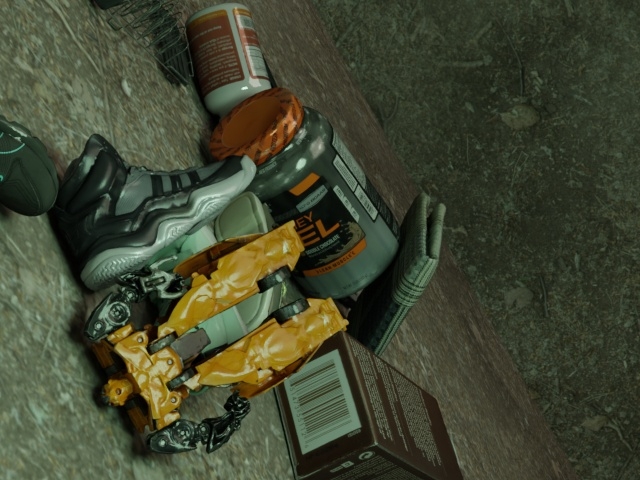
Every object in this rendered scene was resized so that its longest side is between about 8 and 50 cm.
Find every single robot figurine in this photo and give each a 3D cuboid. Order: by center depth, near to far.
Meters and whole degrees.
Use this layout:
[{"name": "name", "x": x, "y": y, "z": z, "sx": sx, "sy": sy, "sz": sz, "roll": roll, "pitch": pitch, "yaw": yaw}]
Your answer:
[{"name": "robot figurine", "x": -0.117, "y": 0.104, "z": 1.108, "sx": 0.291, "sy": 0.085, "sz": 0.211, "roll": -29, "pitch": 92, "yaw": -31}]

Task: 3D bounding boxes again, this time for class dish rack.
[{"name": "dish rack", "x": -0.278, "y": -0.383, "z": 1.629, "sx": 0.271, "sy": 0.074, "sz": 0.208, "roll": 44, "pitch": 25, "yaw": -50}]

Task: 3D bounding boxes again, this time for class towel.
[{"name": "towel", "x": 0.124, "y": 0.093, "z": 1.752, "sx": 0.056, "sy": 0.312, "sz": 0.324, "roll": 26, "pitch": 23, "yaw": -5}]

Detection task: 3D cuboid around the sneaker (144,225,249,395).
[{"name": "sneaker", "x": -0.172, "y": 0.062, "z": 1.210, "sx": 0.256, "sy": 0.094, "sz": 0.151, "roll": 62, "pitch": 19, "yaw": -1}]

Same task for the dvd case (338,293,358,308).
[{"name": "dvd case", "x": 0.000, "y": 0.000, "z": 1.974, "sx": 0.179, "sy": 0.029, "sz": 0.239, "roll": 41, "pitch": 26, "yaw": -52}]

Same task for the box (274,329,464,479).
[{"name": "box", "x": 0.083, "y": 0.299, "z": 1.560, "sx": 0.381, "sy": 0.143, "sz": 0.191, "roll": 39, "pitch": 28, "yaw": -52}]

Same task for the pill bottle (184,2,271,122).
[{"name": "pill bottle", "x": -0.155, "y": -0.293, "z": 1.763, "sx": 0.121, "sy": 0.121, "sz": 0.216, "roll": 8, "pitch": 66, "yaw": -71}]

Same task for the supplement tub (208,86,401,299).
[{"name": "supplement tub", "x": -0.026, "y": -0.078, "z": 1.688, "sx": 0.338, "sy": 0.207, "sz": 0.207, "roll": 52, "pitch": 19, "yaw": -33}]

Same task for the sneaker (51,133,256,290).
[{"name": "sneaker", "x": -0.199, "y": -0.068, "z": 1.166, "sx": 0.268, "sy": 0.101, "sz": 0.153, "roll": -38, "pitch": 91, "yaw": -37}]

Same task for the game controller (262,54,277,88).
[{"name": "game controller", "x": -0.102, "y": -0.227, "z": 1.887, "sx": 0.319, "sy": 0.067, "sz": 0.166, "roll": 67, "pitch": -21, "yaw": 11}]

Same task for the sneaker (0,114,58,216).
[{"name": "sneaker", "x": -0.352, "y": -0.087, "z": 0.931, "sx": 0.267, "sy": 0.101, "sz": 0.106, "roll": 48, "pitch": 44, "yaw": -45}]

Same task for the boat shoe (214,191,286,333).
[{"name": "boat shoe", "x": -0.091, "y": 0.045, "z": 1.468, "sx": 0.091, "sy": 0.109, "sz": 0.305, "roll": 47, "pitch": 18, "yaw": -32}]
